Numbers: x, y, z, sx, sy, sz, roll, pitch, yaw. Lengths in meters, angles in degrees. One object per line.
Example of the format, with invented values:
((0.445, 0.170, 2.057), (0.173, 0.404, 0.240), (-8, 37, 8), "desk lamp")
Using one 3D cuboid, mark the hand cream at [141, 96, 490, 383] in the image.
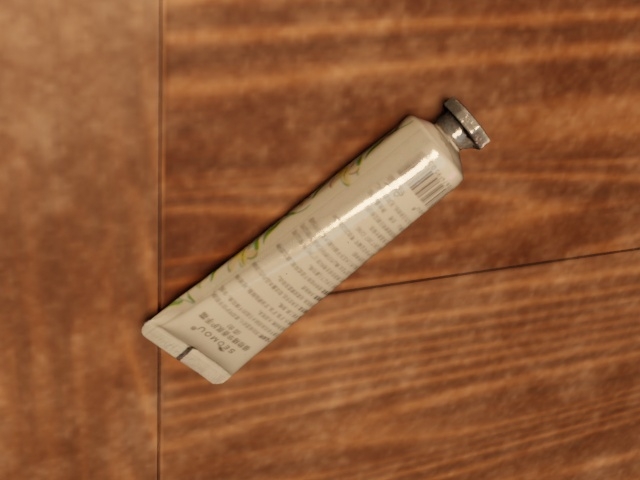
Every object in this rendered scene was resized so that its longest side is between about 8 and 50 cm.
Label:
((0.000, 0.000, 0.485), (0.194, 0.042, 0.067), (-38, 136, 8), "hand cream")
